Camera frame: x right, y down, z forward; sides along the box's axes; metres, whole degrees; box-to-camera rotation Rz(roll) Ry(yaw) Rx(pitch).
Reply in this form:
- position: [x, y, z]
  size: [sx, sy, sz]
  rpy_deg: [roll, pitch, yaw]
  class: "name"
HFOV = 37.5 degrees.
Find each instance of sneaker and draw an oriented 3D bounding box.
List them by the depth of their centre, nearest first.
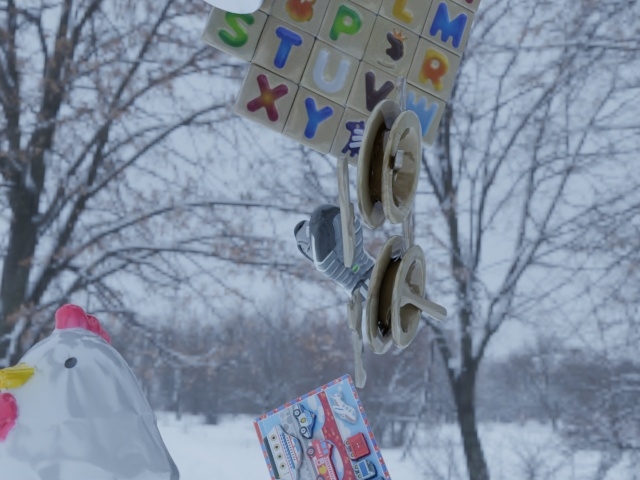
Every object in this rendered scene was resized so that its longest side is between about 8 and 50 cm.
- position: [0.000, 0.000, 1.332]
  size: [0.132, 0.086, 0.228]
  rpy_deg: [36, -13, 32]
  class: "sneaker"

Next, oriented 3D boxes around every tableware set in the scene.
- position: [0.057, -0.003, 0.645]
  size: [0.039, 0.128, 0.194]
  rpy_deg: [9, -52, 21]
  class: "tableware set"

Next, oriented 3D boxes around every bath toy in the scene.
- position: [-0.241, 0.126, 0.551]
  size: [0.348, 0.129, 0.151]
  rpy_deg: [-16, -16, 27]
  class: "bath toy"

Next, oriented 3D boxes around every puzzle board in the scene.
- position: [0.003, 0.186, 0.787]
  size: [0.096, 0.128, 0.011]
  rpy_deg: [-27, -33, 7]
  class: "puzzle board"

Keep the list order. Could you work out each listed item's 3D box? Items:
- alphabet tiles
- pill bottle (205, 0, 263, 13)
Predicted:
- position: [0.037, -0.261, 1.038]
  size: [0.285, 0.342, 0.011]
  rpy_deg: [23, -12, -18]
  class: "alphabet tiles"
- position: [-0.056, -0.336, 0.922]
  size: [0.121, 0.216, 0.121]
  rpy_deg: [22, -16, 7]
  class: "pill bottle"
